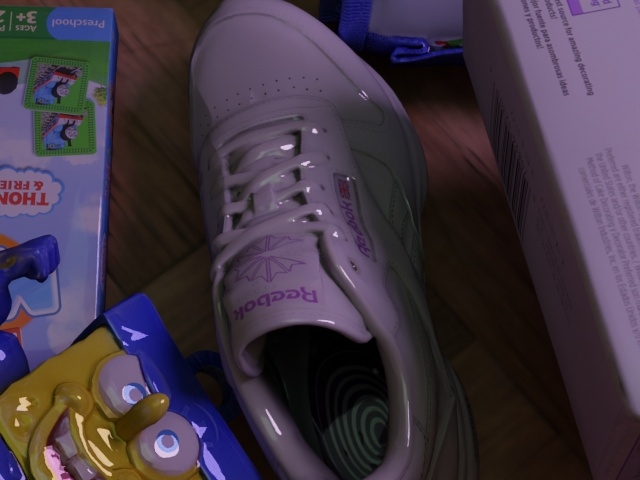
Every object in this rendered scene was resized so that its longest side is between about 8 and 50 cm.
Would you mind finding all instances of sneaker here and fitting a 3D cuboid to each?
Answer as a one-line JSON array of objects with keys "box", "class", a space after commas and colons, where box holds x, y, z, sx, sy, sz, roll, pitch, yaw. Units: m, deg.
[{"box": [0.000, 0.000, 0.613, 0.114, 0.152, 0.305, -22, 70, 10], "class": "sneaker"}]

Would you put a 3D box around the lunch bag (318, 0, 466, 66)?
[{"box": [0.165, -0.286, 0.689, 0.328, 0.239, 0.385, 0, 101, -3], "class": "lunch bag"}]

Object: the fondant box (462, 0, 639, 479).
[{"box": [0.249, -0.046, 0.552, 0.330, 0.096, 0.238, -11, 61, -1], "class": "fondant box"}]

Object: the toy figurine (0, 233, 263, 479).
[{"box": [-0.141, 0.091, 0.582, 0.217, 0.191, 0.362, -27, 79, -37], "class": "toy figurine"}]

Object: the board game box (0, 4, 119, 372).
[{"box": [-0.192, -0.026, 0.676, 0.160, 0.039, 0.211, 0, 70, -5], "class": "board game box"}]
